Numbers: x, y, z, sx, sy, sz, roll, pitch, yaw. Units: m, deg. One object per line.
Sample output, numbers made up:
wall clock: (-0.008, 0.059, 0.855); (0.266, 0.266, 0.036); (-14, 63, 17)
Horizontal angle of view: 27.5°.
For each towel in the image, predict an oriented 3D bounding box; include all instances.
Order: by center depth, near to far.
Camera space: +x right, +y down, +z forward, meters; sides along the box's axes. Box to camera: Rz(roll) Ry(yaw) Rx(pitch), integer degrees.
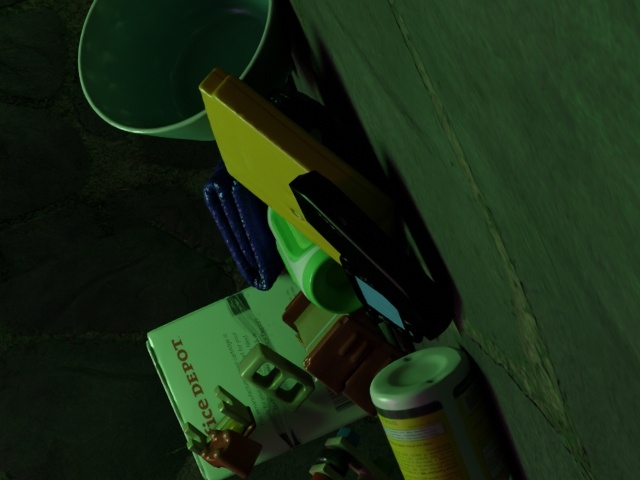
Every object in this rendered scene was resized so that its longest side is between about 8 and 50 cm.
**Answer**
towel: (-0.085, -0.080, 2.265); (0.227, 0.076, 0.308); (64, -151, -23)

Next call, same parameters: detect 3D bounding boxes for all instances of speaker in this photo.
speaker: (0.000, 0.000, 2.054); (0.296, 0.131, 0.131); (-120, 8, -61)

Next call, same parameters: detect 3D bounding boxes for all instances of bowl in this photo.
bowl: (-0.166, -0.263, 1.825); (0.163, 0.311, 0.311); (35, -155, -58)

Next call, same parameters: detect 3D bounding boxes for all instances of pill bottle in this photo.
pill bottle: (0.145, 0.236, 1.482); (0.119, 0.119, 0.208); (-126, 13, -74)

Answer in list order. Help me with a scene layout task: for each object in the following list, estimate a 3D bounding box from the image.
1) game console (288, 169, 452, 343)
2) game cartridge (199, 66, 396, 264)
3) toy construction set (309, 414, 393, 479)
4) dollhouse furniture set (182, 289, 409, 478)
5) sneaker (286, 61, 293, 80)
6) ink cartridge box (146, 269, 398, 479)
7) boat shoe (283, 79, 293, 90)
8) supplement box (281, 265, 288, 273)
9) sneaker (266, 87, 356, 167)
game console: (0.074, 0.053, 1.541); (0.213, 0.044, 0.361); (45, 173, 22)
game cartridge: (-0.020, -0.073, 1.673); (0.285, 0.052, 0.323); (39, 168, 12)
toy construction set: (0.136, 0.390, 2.113); (0.237, 0.257, 0.309); (54, -154, -40)
dollhouse furniture set: (-0.040, 0.252, 2.098); (0.152, 0.374, 0.201); (36, -169, -23)
sneaker: (-0.135, -0.344, 2.021); (0.275, 0.110, 0.107); (43, 160, 23)
ink cartridge box: (-0.070, 0.218, 2.305); (0.166, 0.395, 0.285); (93, 154, -84)
boat shoe: (-0.119, -0.264, 2.113); (0.130, 0.132, 0.355); (79, 166, -75)
supplement box: (-0.039, -0.010, 2.557); (0.073, 0.130, 0.239); (72, 174, -55)
sneaker: (0.005, -0.142, 1.716); (0.082, 0.069, 0.209); (14, -163, -36)
